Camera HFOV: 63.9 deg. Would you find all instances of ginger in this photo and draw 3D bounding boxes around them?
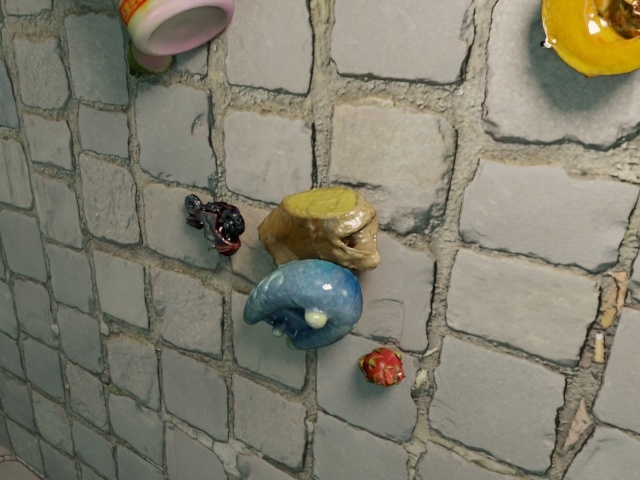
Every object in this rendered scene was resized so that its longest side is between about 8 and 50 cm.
[{"bbox_3d":[0.000,0.000,1.045,0.275,0.130,0.221,17,126,26],"label":"ginger"}]

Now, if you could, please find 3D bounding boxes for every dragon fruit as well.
[{"bbox_3d":[0.127,0.267,1.088,0.116,0.086,0.081,174,101,-71],"label":"dragon fruit"}]

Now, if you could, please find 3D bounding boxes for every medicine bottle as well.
[{"bbox_3d":[-0.341,-0.581,0.993,0.219,0.219,0.388,-24,92,36],"label":"medicine bottle"}]

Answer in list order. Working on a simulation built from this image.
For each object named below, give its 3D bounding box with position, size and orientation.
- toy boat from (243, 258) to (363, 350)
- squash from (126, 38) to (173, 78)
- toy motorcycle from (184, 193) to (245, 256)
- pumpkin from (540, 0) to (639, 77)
[{"bbox_3d":[-0.044,0.160,1.062,0.215,0.123,0.330,36,141,-17],"label":"toy boat"},{"bbox_3d":[-0.411,-0.424,1.185,0.132,0.105,0.105,3,110,51],"label":"squash"},{"bbox_3d":[-0.250,-0.037,1.220,0.213,0.082,0.123,22,119,38],"label":"toy motorcycle"},{"bbox_3d":[0.394,-0.367,0.684,0.163,0.111,0.279,14,117,45],"label":"pumpkin"}]
